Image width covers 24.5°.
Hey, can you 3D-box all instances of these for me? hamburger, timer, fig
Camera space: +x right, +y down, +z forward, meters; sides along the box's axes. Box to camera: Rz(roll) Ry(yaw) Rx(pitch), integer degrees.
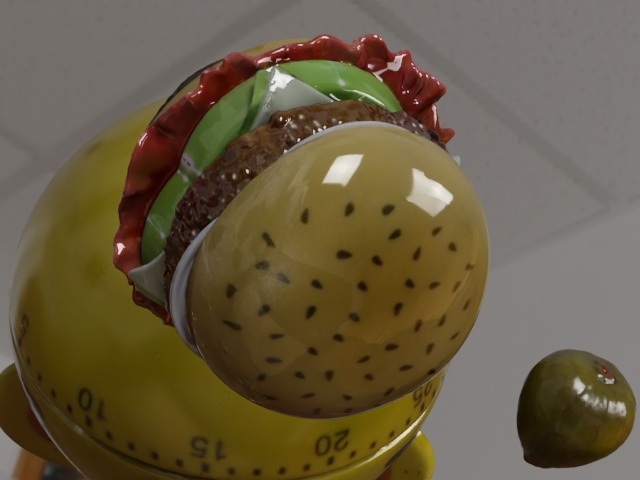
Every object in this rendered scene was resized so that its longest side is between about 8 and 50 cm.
[{"bbox_3d":[-0.003,0.002,0.656,0.175,0.137,0.175,-12,-52,-16],"label":"hamburger"},{"bbox_3d":[-0.070,0.085,1.148,0.376,0.376,0.387,13,-48,0],"label":"timer"},{"bbox_3d":[0.159,0.112,0.942,0.074,0.074,0.088,22,-55,-12],"label":"fig"}]
